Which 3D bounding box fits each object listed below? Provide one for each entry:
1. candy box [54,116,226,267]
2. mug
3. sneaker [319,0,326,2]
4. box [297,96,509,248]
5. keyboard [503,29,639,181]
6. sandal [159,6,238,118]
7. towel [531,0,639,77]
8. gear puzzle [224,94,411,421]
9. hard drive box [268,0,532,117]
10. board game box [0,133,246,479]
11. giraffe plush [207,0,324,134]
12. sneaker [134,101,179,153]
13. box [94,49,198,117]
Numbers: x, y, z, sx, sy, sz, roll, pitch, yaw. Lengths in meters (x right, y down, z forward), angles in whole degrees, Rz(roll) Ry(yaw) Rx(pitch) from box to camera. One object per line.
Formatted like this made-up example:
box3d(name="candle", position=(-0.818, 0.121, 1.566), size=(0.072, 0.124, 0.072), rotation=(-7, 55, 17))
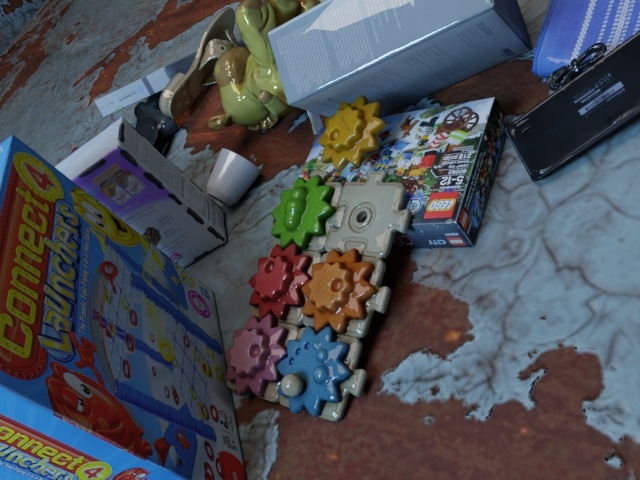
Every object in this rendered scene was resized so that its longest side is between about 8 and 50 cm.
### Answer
box3d(name="candy box", position=(-0.246, -0.033, 0.852), size=(0.165, 0.196, 0.070), rotation=(-31, 41, 16))
box3d(name="mug", position=(-0.122, -0.081, 0.911), size=(0.062, 0.078, 0.064), rotation=(27, 83, 17))
box3d(name="sneaker", position=(0.056, -0.400, 1.025), size=(0.121, 0.079, 0.216), rotation=(-25, 50, 17))
box3d(name="box", position=(0.074, -0.067, 0.725), size=(0.233, 0.044, 0.159), rotation=(-2, 54, 40))
box3d(name="keyboard", position=(0.260, -0.139, 0.626), size=(0.180, 0.023, 0.108), rotation=(-36, 45, 24))
box3d(name="sandal", position=(-0.180, -0.297, 1.148), size=(0.079, 0.088, 0.240), rotation=(23, 67, 15))
box3d(name="towel", position=(0.388, -0.272, 0.640), size=(0.336, 0.040, 0.243), rotation=(1, 57, 42))
box3d(name="gear puzzle", position=(0.000, 0.000, 0.668), size=(0.176, 0.044, 0.338), rotation=(5, 73, 42))
box3d(name="hard drive box", position=(0.092, -0.219, 0.730), size=(0.232, 0.181, 0.089), rotation=(-19, 83, 27))
box3d(name="board game box", position=(-0.212, 0.093, 0.625), size=(0.086, 0.302, 0.308), rotation=(-35, 40, 11))
box3d(name="giraffe plush", position=(-0.080, -0.232, 0.946), size=(0.171, 0.181, 0.210), rotation=(-13, 82, 47))
box3d(name="sneaker", position=(-0.309, -0.189, 1.166), size=(0.089, 0.051, 0.170), rotation=(-48, 42, -13))
box3d(name="box", position=(-0.303, -0.292, 1.220), size=(0.186, 0.038, 0.145), rotation=(-13, 22, 31))
